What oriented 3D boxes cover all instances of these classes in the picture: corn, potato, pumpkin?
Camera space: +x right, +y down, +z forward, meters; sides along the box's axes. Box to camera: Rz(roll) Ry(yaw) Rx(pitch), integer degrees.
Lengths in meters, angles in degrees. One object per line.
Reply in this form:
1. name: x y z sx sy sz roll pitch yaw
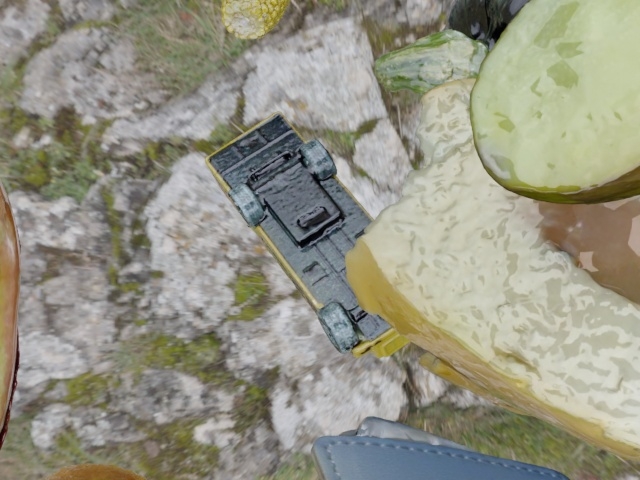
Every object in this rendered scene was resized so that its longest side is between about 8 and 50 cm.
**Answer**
1. corn: -0.060 -0.346 1.372 0.091 0.091 0.260 24 47 -9
2. potato: 0.213 -0.108 0.541 0.298 0.176 0.141 -35 60 5
3. pumpkin: 0.196 -0.146 0.998 0.295 0.296 0.296 0 86 5

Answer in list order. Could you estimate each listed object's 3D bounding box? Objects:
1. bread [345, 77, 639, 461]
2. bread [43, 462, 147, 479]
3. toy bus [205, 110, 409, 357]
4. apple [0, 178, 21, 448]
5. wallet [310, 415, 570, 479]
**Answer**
1. bread: 0.158 0.030 0.735 0.224 0.211 0.184 27 83 24
2. bread: -0.249 0.335 1.254 0.260 0.129 0.134 20 121 0
3. toy bus: 0.000 0.000 1.207 0.121 0.123 0.335 -33 53 -8
4. apple: -0.247 0.046 0.450 0.206 0.251 0.272 -2 65 15
5. wallet: 0.081 0.157 0.361 0.170 0.231 0.069 18 113 -24
